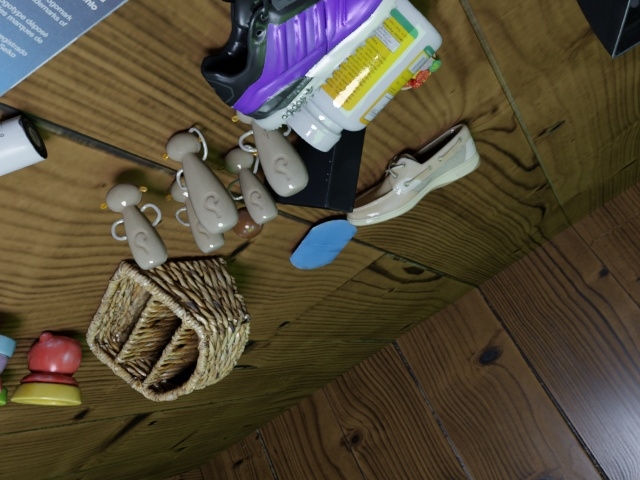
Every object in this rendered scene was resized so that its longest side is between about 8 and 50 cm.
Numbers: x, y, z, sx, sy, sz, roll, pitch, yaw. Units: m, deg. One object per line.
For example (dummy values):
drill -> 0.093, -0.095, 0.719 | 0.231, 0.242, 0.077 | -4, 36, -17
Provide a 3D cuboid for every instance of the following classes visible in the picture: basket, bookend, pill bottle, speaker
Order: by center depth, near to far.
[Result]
speaker -> -0.388, -0.092, 0.551 | 0.136, 0.055, 0.055 | -24, 154, -9
pill bottle -> 0.047, -0.222, 0.653 | 0.208, 0.118, 0.117 | -45, 150, 22
bookend -> -0.017, -0.132, 0.802 | 0.157, 0.156, 0.072 | 9, -179, 39
basket -> -0.307, 0.198, 0.981 | 0.223, 0.214, 0.299 | -2, 144, -44

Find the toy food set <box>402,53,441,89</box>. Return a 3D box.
toy food set -> 0.150, -0.273, 0.789 | 0.083, 0.020, 0.083 | -2, 144, -42

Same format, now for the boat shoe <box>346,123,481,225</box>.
boat shoe -> 0.177, -0.133, 1.002 | 0.302, 0.109, 0.098 | -28, 115, 1

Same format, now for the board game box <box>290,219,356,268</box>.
board game box -> 0.000, 0.000, 1.135 | 0.133, 0.033, 0.169 | 5, 134, -41

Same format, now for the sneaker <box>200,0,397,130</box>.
sneaker -> -0.027, -0.261, 0.547 | 0.146, 0.102, 0.293 | 22, 121, -42

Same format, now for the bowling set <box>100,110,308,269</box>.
bowling set -> -0.164, -0.074, 0.749 | 0.286, 0.154, 0.200 | -27, 173, -5

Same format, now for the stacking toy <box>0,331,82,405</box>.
stacking toy -> -0.620, 0.220, 0.897 | 0.279, 0.131, 0.309 | -5, 155, 14

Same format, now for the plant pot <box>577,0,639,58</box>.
plant pot -> 0.439, -0.406, 0.663 | 0.187, 0.167, 0.188 | -33, 155, 8

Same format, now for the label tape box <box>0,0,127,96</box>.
label tape box -> -0.259, -0.251, 0.324 | 0.347, 0.115, 0.249 | -34, 154, 7
